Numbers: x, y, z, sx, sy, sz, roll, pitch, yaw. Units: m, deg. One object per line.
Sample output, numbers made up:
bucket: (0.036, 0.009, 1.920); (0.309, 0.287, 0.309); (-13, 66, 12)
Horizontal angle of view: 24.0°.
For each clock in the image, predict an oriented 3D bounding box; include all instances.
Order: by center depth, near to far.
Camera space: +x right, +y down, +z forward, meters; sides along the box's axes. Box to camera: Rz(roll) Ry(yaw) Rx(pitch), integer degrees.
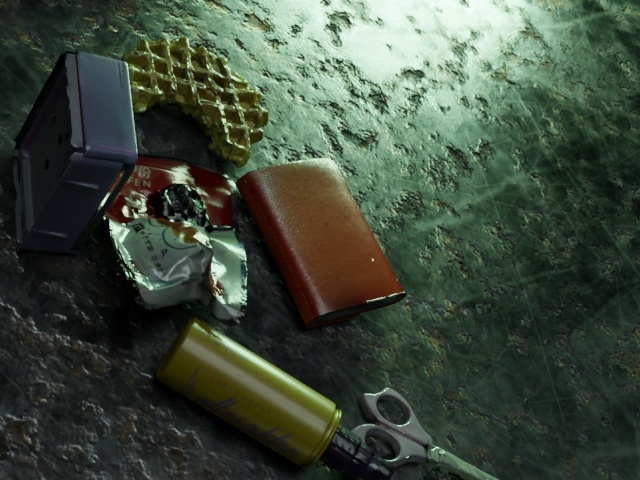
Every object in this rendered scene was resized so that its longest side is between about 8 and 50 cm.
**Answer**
clock: (-0.264, -0.090, 1.598); (0.073, 0.193, 0.144); (8, 56, -28)

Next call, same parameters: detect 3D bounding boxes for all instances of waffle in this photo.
waffle: (-0.156, -0.168, 1.811); (0.194, 0.051, 0.149); (36, 48, -10)

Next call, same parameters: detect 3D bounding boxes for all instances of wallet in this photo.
wallet: (0.000, 0.000, 1.787); (0.142, 0.045, 0.204); (-13, 65, -33)

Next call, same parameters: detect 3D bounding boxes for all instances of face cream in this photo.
face cream: (-0.042, 0.184, 1.613); (0.273, 0.078, 0.078); (32, 48, -7)

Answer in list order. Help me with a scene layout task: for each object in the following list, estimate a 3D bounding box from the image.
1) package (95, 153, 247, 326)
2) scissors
package: (-0.165, -0.006, 1.674); (0.194, 0.071, 0.269); (21, 26, -30)
scissors: (0.131, 0.245, 1.709); (0.212, 0.021, 0.110); (29, 46, -10)
